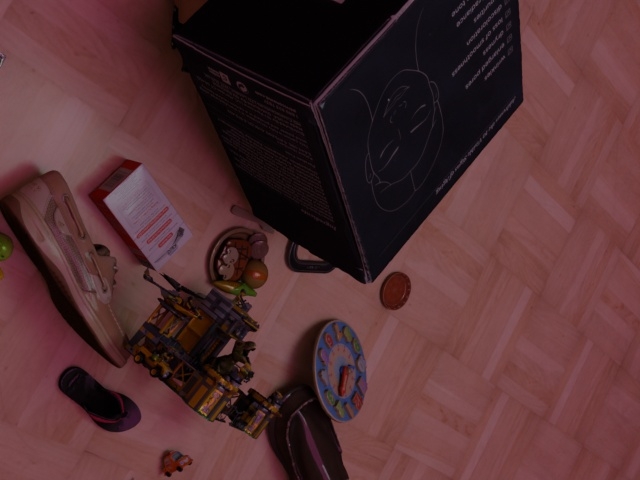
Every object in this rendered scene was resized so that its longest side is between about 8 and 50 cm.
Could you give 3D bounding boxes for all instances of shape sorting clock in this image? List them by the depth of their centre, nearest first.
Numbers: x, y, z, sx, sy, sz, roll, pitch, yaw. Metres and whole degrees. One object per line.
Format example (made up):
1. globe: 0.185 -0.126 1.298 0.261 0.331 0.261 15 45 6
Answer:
1. shape sorting clock: 0.043 0.262 1.965 0.206 0.040 0.206 18 69 -60

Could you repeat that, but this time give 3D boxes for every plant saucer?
1. plant saucer: 0.160 0.108 2.085 0.083 0.013 0.084 -13 111 -39

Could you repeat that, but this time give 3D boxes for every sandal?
1. sandal: -0.369 0.276 1.651 0.067 0.040 0.179 -56 131 -14

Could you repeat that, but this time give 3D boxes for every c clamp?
1. c clamp: 0.000 0.000 1.911 0.160 0.022 0.137 -4 110 -42

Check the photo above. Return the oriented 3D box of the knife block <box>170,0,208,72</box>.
1. knife block: -0.150 -0.369 1.525 0.088 0.275 0.242 -22 87 -36

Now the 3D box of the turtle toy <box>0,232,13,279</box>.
1. turtle toy: -0.509 0.026 1.435 0.130 0.066 0.095 -29 97 -35

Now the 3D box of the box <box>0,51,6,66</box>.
1. box: -0.540 -0.199 1.362 0.114 0.036 0.207 33 81 -42

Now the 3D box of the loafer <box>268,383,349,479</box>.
1. loafer: 0.004 0.451 1.971 0.133 0.130 0.366 -33 122 -30

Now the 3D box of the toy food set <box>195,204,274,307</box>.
1. toy food set: -0.143 0.040 1.781 0.132 0.038 0.192 23 87 -43

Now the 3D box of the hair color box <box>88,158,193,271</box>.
1. hair color box: -0.294 -0.041 1.615 0.093 0.053 0.167 -47 127 -22

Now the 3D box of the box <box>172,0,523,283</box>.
1. box: 0.080 -0.274 1.591 0.480 0.297 0.472 -49 148 -19

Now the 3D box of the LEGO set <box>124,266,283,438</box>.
1. LEGO set: -0.158 0.178 1.626 0.192 0.255 0.331 -52 150 -5

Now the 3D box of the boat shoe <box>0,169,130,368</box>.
1. boat shoe: -0.368 0.052 1.531 0.110 0.121 0.341 -39 124 -26

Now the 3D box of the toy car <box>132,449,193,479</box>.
1. toy car: -0.290 0.415 1.755 0.122 0.060 0.041 -27 88 -40
